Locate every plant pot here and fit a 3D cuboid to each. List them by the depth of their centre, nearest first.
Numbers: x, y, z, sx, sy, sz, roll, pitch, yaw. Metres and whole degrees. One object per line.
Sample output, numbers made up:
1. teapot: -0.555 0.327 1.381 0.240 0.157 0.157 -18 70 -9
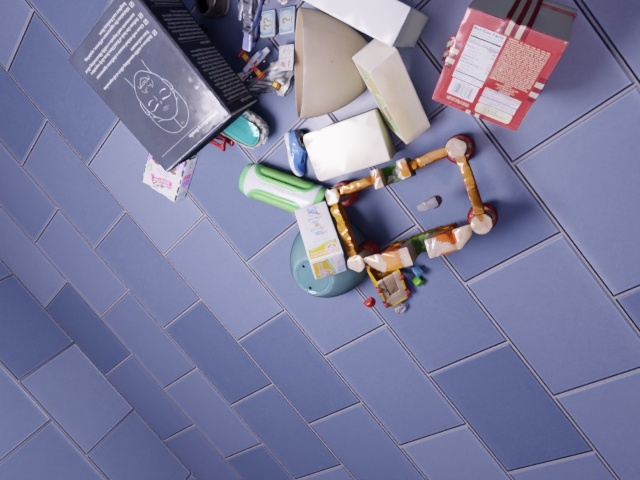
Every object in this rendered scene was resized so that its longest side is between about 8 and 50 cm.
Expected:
1. plant pot: 0.033 -0.485 1.209 0.191 0.284 0.284 -2 115 -8
2. plant pot: 0.011 0.082 1.493 0.290 0.195 0.290 9 115 19

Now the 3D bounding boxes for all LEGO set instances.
1. LEGO set: -0.169 -0.574 1.308 0.183 0.060 0.244 3 92 23

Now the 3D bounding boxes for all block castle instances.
1. block castle: 0.266 -0.099 1.298 0.453 0.213 0.303 -19 93 23

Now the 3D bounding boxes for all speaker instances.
1. speaker: -0.121 -0.166 1.476 0.297 0.131 0.131 21 119 14

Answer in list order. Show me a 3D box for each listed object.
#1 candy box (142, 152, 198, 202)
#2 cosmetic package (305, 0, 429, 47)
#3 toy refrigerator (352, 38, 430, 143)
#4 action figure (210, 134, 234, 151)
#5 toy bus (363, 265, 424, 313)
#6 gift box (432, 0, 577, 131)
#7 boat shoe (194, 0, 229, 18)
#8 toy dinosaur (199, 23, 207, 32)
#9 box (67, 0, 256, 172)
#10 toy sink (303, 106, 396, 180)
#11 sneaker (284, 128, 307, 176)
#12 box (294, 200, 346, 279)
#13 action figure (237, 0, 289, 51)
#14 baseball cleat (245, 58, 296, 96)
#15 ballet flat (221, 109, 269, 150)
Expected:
1. candy box: -0.576 -0.272 1.659 0.165 0.070 0.196 32 121 7
2. cosmetic package: 0.070 -0.615 1.097 0.377 0.284 0.097 31 118 7
3. toy refrigerator: 0.190 -0.388 1.159 0.094 0.102 0.269 -37 138 6
4. action figure: -0.428 -0.434 1.511 0.280 0.091 0.139 26 127 10
5. toy bus: 0.231 0.145 1.478 0.202 0.191 0.104 -64 38 30
6. gift box: 0.420 -0.438 1.051 0.255 0.258 0.276 29 141 7
7. boat shoe: -0.331 -0.827 1.260 0.112 0.095 0.335 13 126 20
8. toy dinosaur: -0.499 -0.662 1.412 0.218 0.164 0.322 24 163 12
9. box: -0.437 -0.456 1.245 0.293 0.212 0.395 -30 107 27
10. toy sink: 0.092 -0.294 1.325 0.234 0.131 0.152 -15 106 23
11. sneaker: -0.061 -0.289 1.434 0.085 0.058 0.152 -4 105 34
12. box: 0.000 0.000 1.343 0.103 0.203 0.114 -17 145 -1
13. action figure: -0.195 -0.697 1.146 0.179 0.330 0.341 25 120 12
14. baseball cleat: -0.167 -0.486 1.383 0.206 0.072 0.109 -29 99 32
15. ballet flat: -0.347 -0.438 1.434 0.409 0.147 0.147 33 122 -5
